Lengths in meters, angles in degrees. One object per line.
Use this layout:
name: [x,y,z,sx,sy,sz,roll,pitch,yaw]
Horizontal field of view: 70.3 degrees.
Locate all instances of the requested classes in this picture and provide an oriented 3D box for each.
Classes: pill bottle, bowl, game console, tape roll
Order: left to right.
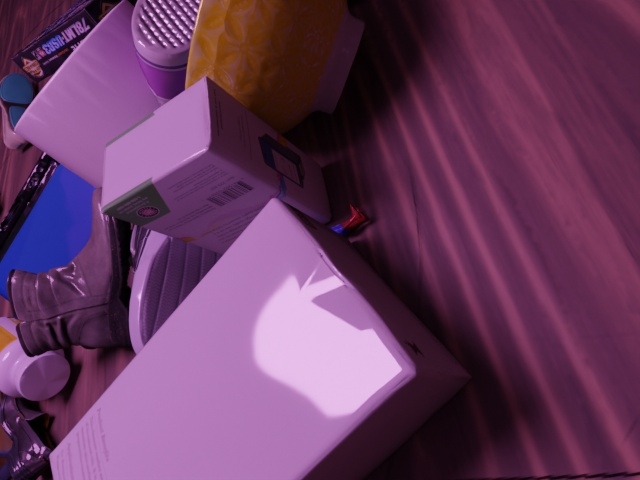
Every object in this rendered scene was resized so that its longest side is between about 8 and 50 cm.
pill bottle: [-0.496,0.197,0.754,0.184,0.103,0.103,12,79,37]
game console: [-0.519,-0.024,0.903,0.293,0.173,0.250,-57,21,2]
tape roll: [-0.300,-0.204,0.684,0.246,0.169,0.246,-32,35,26]
bowl: [-0.038,-0.236,0.555,0.156,0.289,0.290,20,82,-6]

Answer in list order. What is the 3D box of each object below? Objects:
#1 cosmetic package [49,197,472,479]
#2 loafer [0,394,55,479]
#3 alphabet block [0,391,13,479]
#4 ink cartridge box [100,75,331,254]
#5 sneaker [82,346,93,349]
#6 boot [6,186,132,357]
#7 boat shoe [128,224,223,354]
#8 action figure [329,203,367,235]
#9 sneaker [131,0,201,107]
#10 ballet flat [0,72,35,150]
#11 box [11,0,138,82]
cosmetic package: [-0.075,0.177,0.448,0.385,0.156,0.217,-45,54,10]
loafer: [-0.464,0.299,0.731,0.061,0.062,0.170,-37,56,-10]
alphabet block: [-0.633,0.325,0.743,0.192,0.193,0.197,-48,53,8]
ink cartridge box: [-0.108,-0.062,0.520,0.154,0.212,0.093,-23,61,26]
sneaker: [-0.371,0.092,0.746,0.089,0.051,0.170,-6,65,33]
boot: [-0.349,0.047,0.628,0.083,0.161,0.247,-136,46,-73]
boat shoe: [-0.203,0.016,0.633,0.119,0.121,0.335,-24,49,33]
action figure: [0.000,0.000,0.536,0.115,0.038,0.030,-40,77,14]
sneaker: [-0.155,-0.290,0.575,0.102,0.161,0.282,19,69,-2]
ballet flat: [-0.785,-0.329,1.171,0.086,0.086,0.249,-35,57,19]
box: [-0.461,-0.476,0.948,0.293,0.073,0.296,-5,48,35]
